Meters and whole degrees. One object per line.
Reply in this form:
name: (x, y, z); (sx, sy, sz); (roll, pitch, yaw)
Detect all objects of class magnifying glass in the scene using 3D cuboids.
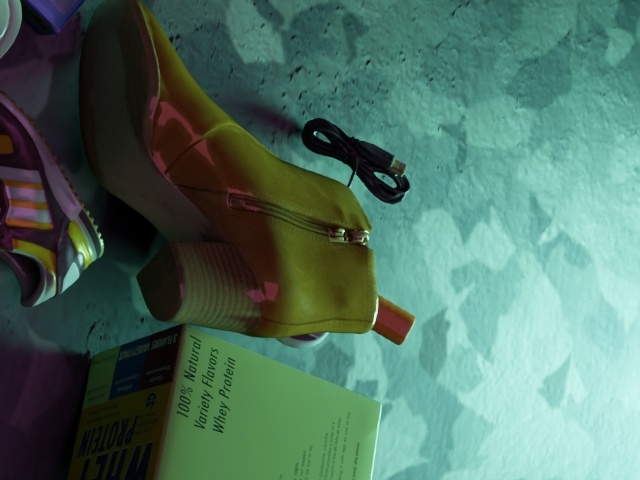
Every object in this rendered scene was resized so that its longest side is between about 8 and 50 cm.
magnifying glass: (-0.024, 0.019, 1.466); (0.231, 0.026, 0.092); (31, 79, -12)

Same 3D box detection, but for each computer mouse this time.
computer mouse: (0.000, 0.000, 1.510); (0.106, 0.042, 0.193); (26, 80, -14)

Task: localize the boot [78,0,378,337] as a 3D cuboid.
boot: (-0.068, -0.055, 1.403); (0.211, 0.104, 0.295); (3, 62, -41)

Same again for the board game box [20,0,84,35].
board game box: (-0.233, -0.288, 1.349); (0.211, 0.039, 0.160); (47, 68, -26)

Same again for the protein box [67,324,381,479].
protein box: (-0.081, 0.200, 1.386); (0.201, 0.136, 0.200); (24, 62, -32)

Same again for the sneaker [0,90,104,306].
sneaker: (-0.242, -0.036, 1.337); (0.084, 0.069, 0.185); (-45, 114, -29)

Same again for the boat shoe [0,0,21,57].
boat shoe: (-0.351, -0.099, 1.251); (0.305, 0.091, 0.109); (-41, 118, -24)
